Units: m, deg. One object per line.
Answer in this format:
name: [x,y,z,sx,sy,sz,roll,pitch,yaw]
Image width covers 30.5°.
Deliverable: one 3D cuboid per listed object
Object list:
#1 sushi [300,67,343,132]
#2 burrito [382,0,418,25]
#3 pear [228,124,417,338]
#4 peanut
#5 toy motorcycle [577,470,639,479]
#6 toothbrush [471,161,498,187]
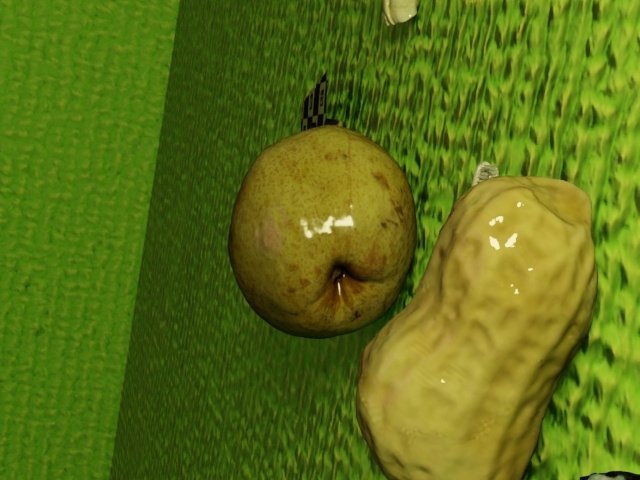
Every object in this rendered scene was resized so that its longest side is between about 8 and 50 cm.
sushi: [0.006,-0.092,1.489,0.193,0.040,0.210,151,122,-78]
burrito: [0.074,-0.323,1.251,0.045,0.041,0.186,-89,-12,-72]
pear: [0.000,0.000,1.206,0.211,0.188,0.229,-100,23,-63]
peanut: [0.110,0.091,0.876,0.143,0.159,0.291,40,125,40]
toy motorcycle: [0.160,0.333,0.585,0.237,0.168,0.410,114,156,-47]
toothbrush: [0.128,0.066,1.056,0.025,0.019,0.276,-156,74,-64]
